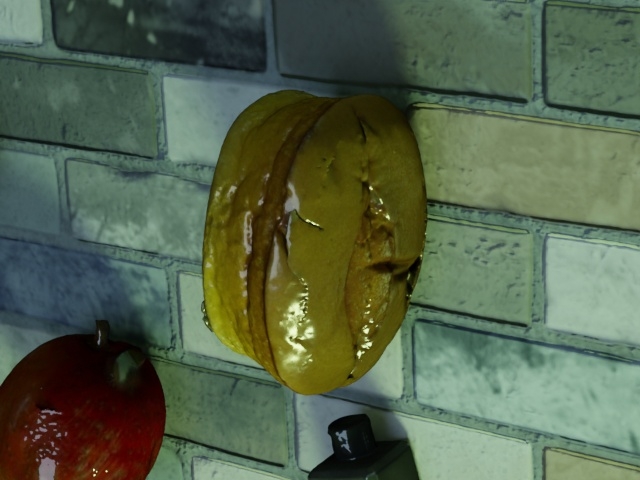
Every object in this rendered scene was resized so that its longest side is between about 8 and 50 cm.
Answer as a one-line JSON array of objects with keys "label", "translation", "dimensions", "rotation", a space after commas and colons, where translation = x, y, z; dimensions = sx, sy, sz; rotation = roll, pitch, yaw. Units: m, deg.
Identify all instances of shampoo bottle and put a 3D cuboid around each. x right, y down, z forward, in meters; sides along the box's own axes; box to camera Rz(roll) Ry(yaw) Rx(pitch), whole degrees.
[{"label": "shampoo bottle", "translation": [0.057, 0.282, 1.646], "dimensions": [0.079, 0.080, 0.246], "rotation": [-8, 104, 35]}]

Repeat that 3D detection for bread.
[{"label": "bread", "translation": [0.000, 0.000, 1.507], "dimensions": [0.143, 0.195, 0.269], "rotation": [19, 115, 39]}]

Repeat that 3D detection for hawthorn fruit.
[{"label": "hawthorn fruit", "translation": [-0.243, 0.174, 1.755], "dimensions": [0.185, 0.185, 0.202], "rotation": [25, 106, 25]}]
